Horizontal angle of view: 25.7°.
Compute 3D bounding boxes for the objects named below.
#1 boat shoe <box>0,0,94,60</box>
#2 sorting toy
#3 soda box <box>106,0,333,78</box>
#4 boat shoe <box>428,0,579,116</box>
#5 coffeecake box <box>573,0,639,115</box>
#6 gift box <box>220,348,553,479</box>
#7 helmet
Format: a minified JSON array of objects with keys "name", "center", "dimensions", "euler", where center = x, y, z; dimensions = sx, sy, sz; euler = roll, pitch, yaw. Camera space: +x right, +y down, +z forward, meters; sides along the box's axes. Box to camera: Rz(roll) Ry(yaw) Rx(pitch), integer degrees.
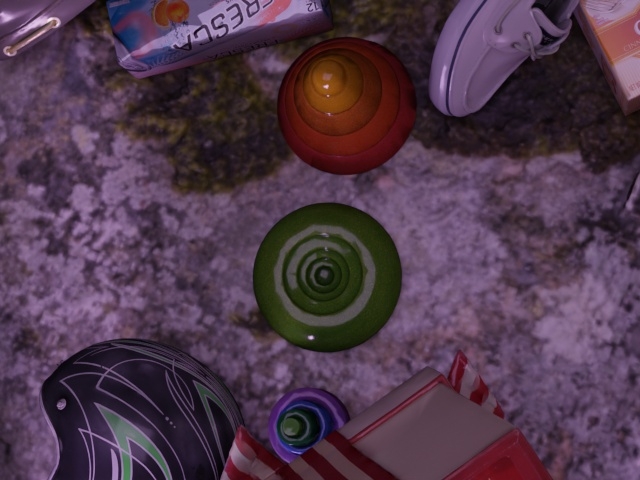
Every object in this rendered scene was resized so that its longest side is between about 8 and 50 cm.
[{"name":"boat shoe","center":[-0.179,-0.262,1.208],"dimensions":[0.305,0.091,0.109],"euler":[-30,38,0]},{"name":"sorting toy","center":[0.000,0.000,1.132],"dimensions":[0.127,0.126,0.366],"euler":[5,84,9]},{"name":"soda box","center":[-0.084,-0.192,1.198],"dimensions":[0.183,0.063,0.058],"euler":[-14,81,7]},{"name":"boat shoe","center":[0.161,-0.180,1.105],"dimensions":[0.076,0.083,0.226],"euler":[46,128,29]},{"name":"coffeecake box","center":[0.273,-0.219,1.143],"dimensions":[0.142,0.068,0.185],"euler":[-25,80,6]},{"name":"gift box","center":[0.069,0.233,1.007],"dimensions":[0.255,0.258,0.276],"euler":[-30,98,-8]},{"name":"helmet","center":[-0.142,0.161,1.118],"dimensions":[0.169,0.169,0.162],"euler":[11,101,10]}]
